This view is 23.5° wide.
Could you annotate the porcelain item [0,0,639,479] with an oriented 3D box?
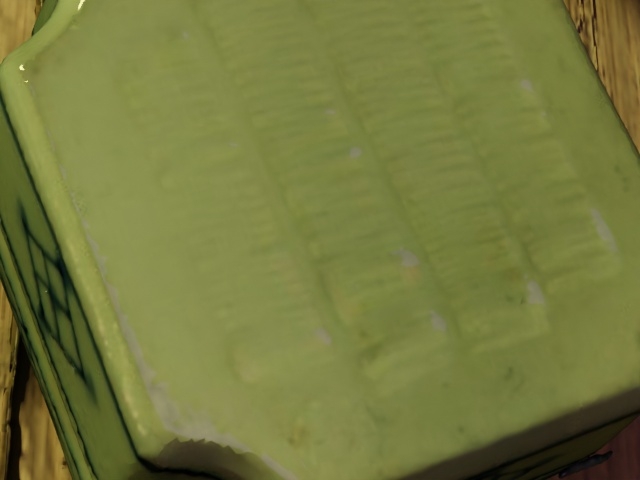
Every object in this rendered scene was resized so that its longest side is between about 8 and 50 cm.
[{"bbox_3d":[0.000,0.000,0.708,0.281,0.157,0.286,-17,73,-26],"label":"porcelain item"}]
